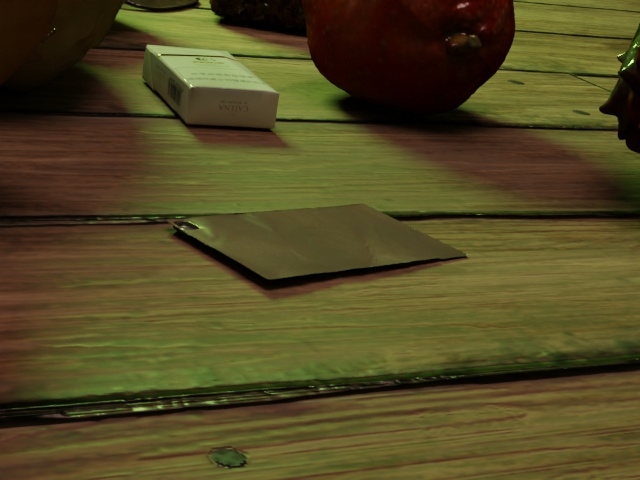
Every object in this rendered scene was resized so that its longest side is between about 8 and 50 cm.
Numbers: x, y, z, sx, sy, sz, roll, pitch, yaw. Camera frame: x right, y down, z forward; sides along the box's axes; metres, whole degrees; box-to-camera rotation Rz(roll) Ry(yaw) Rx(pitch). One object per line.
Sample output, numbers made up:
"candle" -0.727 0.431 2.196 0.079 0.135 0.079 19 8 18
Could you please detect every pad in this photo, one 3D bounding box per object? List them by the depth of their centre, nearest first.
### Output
"pad" 0.000 0.000 0.908 0.187 0.006 0.113 -6 24 -42

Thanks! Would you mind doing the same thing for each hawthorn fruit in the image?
"hawthorn fruit" 0.094 -0.215 1.289 0.205 0.205 0.253 1 28 -23

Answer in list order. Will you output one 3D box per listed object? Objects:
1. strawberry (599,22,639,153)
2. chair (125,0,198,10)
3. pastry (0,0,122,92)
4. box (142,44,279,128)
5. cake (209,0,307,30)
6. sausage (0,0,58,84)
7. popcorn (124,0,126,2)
"strawberry" 0.429 -0.125 1.106 0.345 0.295 0.317 31 -14 8
"chair" -0.325 -0.386 1.681 0.326 0.183 0.175 57 25 -2
"pastry" -0.315 -0.319 1.138 0.409 0.245 0.409 43 11 -11
"box" -0.103 -0.142 1.208 0.083 0.040 0.154 -1 21 -22
"cake" -0.008 -0.326 1.632 0.246 0.135 0.112 8 18 -6
"sausage" -0.336 -0.211 0.820 0.287 0.233 0.233 54 32 8
"popcorn" -0.279 -0.367 1.454 0.225 0.249 0.249 -30 15 12
